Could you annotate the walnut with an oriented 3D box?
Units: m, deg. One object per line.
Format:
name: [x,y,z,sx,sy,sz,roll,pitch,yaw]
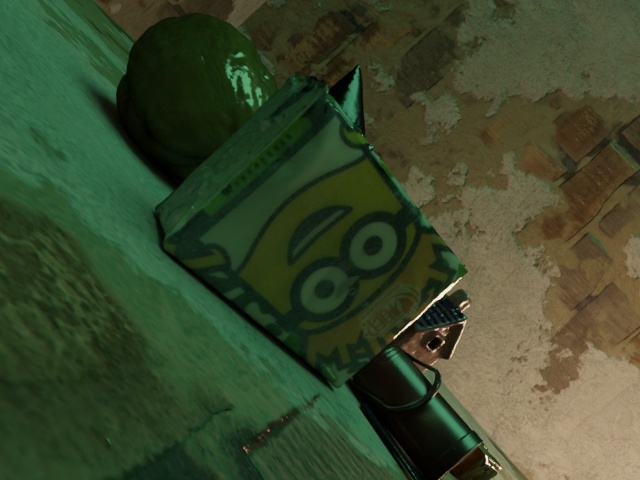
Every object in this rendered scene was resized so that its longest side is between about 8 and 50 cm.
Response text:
walnut: [-0.178,-0.213,0.915,0.283,0.283,0.227,50,-37,30]

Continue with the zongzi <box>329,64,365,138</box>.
zongzi: [0.003,-0.099,0.958,0.319,0.362,0.383,24,18,-33]

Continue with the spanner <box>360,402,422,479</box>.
spanner: [0.106,0.278,0.727,0.046,0.012,0.208,44,5,-47]

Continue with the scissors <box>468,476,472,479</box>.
scissors: [0.309,0.475,1.065,0.212,0.021,0.110,47,6,-33]

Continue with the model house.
model house: [0.123,0.106,1.057,0.202,0.237,0.237,49,2,-34]

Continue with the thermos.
thermos: [0.113,0.222,0.840,0.232,0.099,0.124,48,-29,26]

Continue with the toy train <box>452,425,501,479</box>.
toy train: [0.265,0.389,1.089,0.188,0.072,0.099,46,9,-51]

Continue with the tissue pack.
tissue pack: [0.000,0.000,0.689,0.311,0.228,0.128,46,2,-32]
